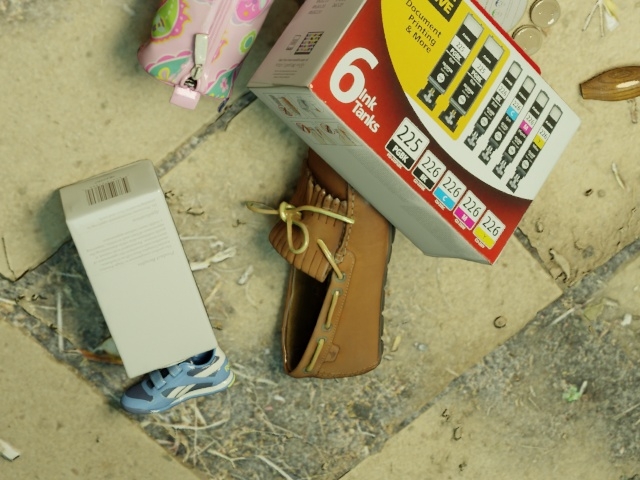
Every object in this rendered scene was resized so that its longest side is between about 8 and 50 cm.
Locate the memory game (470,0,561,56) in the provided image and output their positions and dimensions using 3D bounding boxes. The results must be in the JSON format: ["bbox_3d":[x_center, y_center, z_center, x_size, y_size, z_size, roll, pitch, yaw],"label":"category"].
[{"bbox_3d":[0.191,-0.275,1.916,0.186,0.012,0.186,-6,120,-11],"label":"memory game"}]

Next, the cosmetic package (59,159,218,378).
[{"bbox_3d":[-0.209,0.034,1.942,0.117,0.085,0.231,-18,123,-4],"label":"cosmetic package"}]

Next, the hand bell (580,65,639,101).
[{"bbox_3d":[0.428,-0.201,1.982,0.242,0.126,0.126,-10,121,5],"label":"hand bell"}]

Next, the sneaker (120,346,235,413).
[{"bbox_3d":[-0.178,0.166,2.041,0.144,0.053,0.059,-20,122,-13],"label":"sneaker"}]

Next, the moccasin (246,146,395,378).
[{"bbox_3d":[-0.001,-0.002,1.955,0.147,0.139,0.380,-11,130,-19],"label":"moccasin"}]

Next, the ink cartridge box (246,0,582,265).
[{"bbox_3d":[0.123,-0.174,1.809,0.309,0.130,0.272,41,72,-29],"label":"ink cartridge box"}]

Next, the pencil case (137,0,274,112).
[{"bbox_3d":[-0.095,-0.281,1.776,0.124,0.124,0.284,20,111,-23],"label":"pencil case"}]
